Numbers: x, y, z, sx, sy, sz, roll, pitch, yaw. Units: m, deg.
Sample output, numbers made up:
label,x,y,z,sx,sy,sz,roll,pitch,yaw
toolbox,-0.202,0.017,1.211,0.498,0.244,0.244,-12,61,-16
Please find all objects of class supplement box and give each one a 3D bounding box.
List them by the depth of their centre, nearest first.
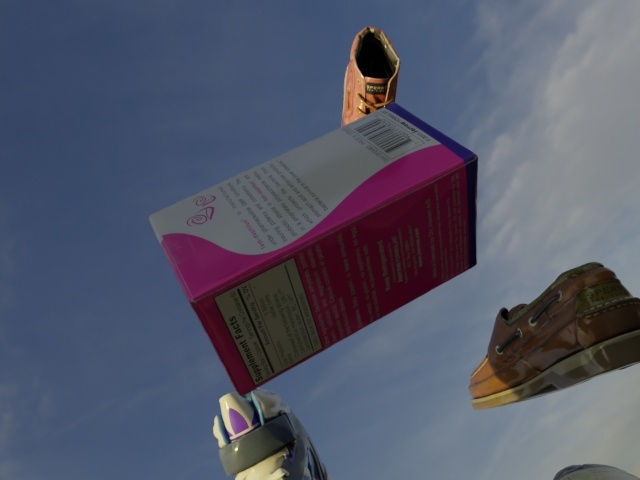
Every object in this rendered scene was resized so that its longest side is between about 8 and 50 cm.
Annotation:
label,x,y,z,sx,sy,sz,roll,pitch,yaw
supplement box,0.000,0.000,0.438,0.219,0.111,0.114,-26,-48,-14

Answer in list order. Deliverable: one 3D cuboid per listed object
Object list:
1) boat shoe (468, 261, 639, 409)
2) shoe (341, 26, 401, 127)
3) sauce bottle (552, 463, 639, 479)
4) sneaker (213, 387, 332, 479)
label,x,y,z,sx,sy,sz,roll,pitch,yaw
boat shoe,0.251,0.118,0.643,0.110,0.105,0.307,-10,-23,-19
shoe,0.054,-0.142,0.623,0.063,0.178,0.081,0,-19,-3
sauce bottle,0.250,0.254,0.482,0.111,0.111,0.344,-50,-22,-1
sneaker,-0.076,0.318,0.731,0.130,0.323,0.236,-32,-79,7
